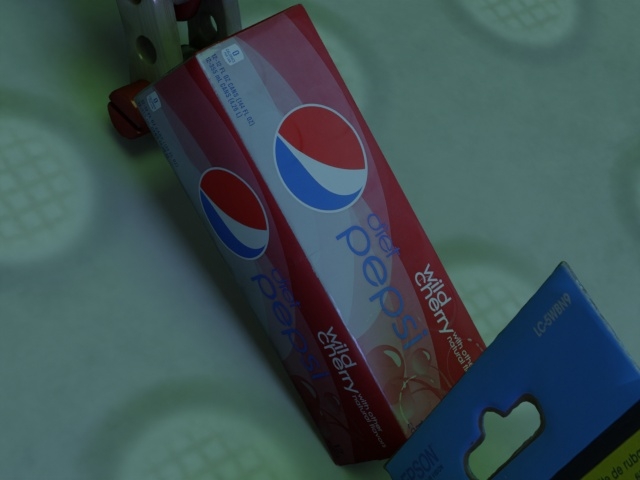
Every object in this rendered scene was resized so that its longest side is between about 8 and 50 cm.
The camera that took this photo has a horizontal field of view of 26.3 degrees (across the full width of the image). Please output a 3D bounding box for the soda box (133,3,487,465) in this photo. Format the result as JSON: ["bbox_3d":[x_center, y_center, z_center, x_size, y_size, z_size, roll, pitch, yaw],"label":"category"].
[{"bbox_3d":[0.000,0.000,0.823,0.092,0.083,0.263,-33,96,-36],"label":"soda box"}]

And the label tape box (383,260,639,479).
[{"bbox_3d":[0.188,0.194,0.665,0.106,0.241,0.334,-15,65,-29],"label":"label tape box"}]

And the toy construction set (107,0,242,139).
[{"bbox_3d":[-0.156,-0.221,0.862,0.308,0.237,0.257,-6,61,-25],"label":"toy construction set"}]
